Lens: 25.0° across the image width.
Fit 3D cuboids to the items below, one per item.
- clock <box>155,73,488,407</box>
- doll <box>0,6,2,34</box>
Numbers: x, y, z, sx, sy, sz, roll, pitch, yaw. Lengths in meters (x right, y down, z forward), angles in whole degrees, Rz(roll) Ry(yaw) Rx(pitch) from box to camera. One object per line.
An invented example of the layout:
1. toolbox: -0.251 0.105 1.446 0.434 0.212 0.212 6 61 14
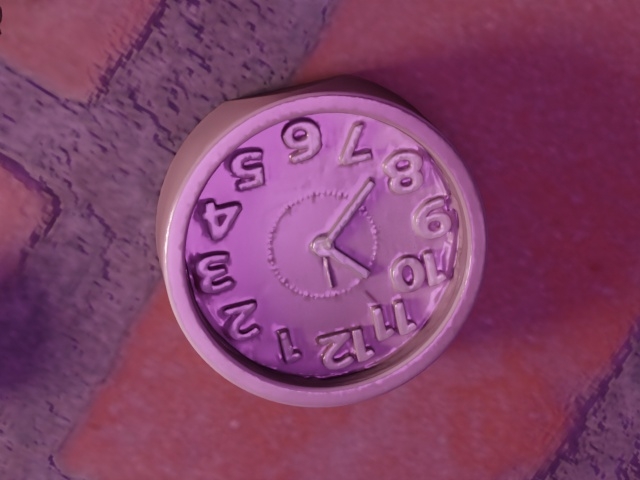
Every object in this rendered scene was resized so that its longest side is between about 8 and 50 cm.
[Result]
1. clock: 0.000 0.000 0.881 0.197 0.068 0.197 -3 107 -9
2. doll: -0.235 -0.166 0.758 0.203 0.091 0.286 33 73 9
